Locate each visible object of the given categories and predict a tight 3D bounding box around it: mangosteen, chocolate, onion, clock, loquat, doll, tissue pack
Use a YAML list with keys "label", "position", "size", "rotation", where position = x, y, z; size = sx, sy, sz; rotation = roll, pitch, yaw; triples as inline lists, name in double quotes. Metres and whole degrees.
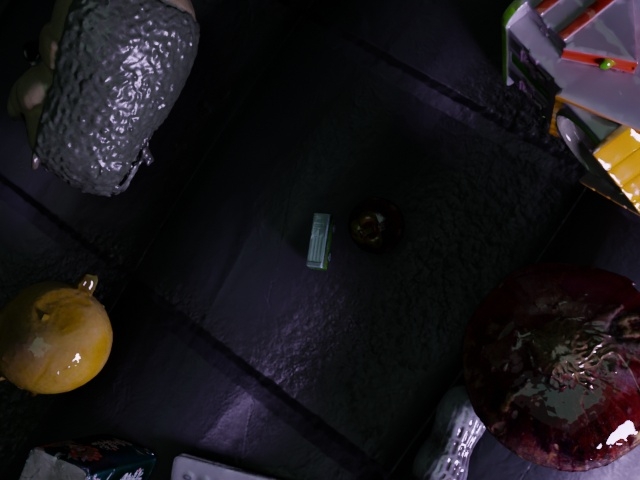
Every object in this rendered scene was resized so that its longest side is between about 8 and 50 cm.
- label: "mangosteen"
  position: [0.078, -0.023, 0.988]
  size: [0.080, 0.081, 0.081]
  rotation: [-2, 80, 14]
- label: "chocolate"
  position: [0.168, 0.268, 0.922]
  size: [0.072, 0.072, 0.167]
  rotation: [21, 85, 17]
- label: "onion"
  position: [0.293, 0.150, 0.848]
  size: [0.246, 0.190, 0.247]
  rotation: [-11, 64, 24]
- label: "clock"
  position: [0.364, -0.162, 0.853]
  size: [0.166, 0.235, 0.310]
  rotation: [-39, 74, 7]
- label: "loquat"
  position: [-0.392, 0.138, 1.051]
  size: [0.172, 0.149, 0.205]
  rotation: [23, 76, 21]
- label: "doll"
  position: [-0.327, -0.245, 1.060]
  size: [0.247, 0.247, 0.350]
  rotation: [25, 103, 17]
- label: "tissue pack"
  position: [-0.322, 0.327, 0.989]
  size: [0.103, 0.170, 0.091]
  rotation: [19, 86, 19]

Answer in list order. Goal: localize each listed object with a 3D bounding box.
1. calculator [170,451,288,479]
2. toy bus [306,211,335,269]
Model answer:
- label: "calculator"
  position: [-0.100, 0.406, 0.996]
  size: [0.261, 0.021, 0.161]
  rotation: [9, 84, 16]
- label: "toy bus"
  position: [0.000, 0.000, 1.026]
  size: [0.031, 0.037, 0.083]
  rotation: [7, 82, 15]
